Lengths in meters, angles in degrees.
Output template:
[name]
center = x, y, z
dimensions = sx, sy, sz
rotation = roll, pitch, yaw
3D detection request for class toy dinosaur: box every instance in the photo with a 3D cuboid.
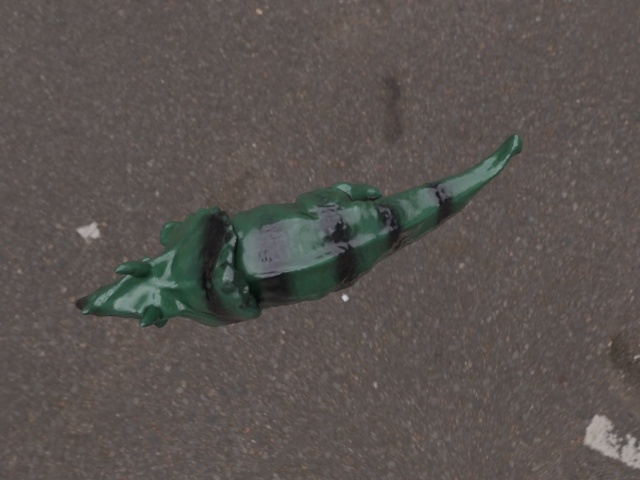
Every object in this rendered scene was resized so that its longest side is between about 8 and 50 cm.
[toy dinosaur]
center = -0.008, 0.001, 0.476
dimensions = 0.292, 0.120, 0.079
rotation = -18, 94, -27
